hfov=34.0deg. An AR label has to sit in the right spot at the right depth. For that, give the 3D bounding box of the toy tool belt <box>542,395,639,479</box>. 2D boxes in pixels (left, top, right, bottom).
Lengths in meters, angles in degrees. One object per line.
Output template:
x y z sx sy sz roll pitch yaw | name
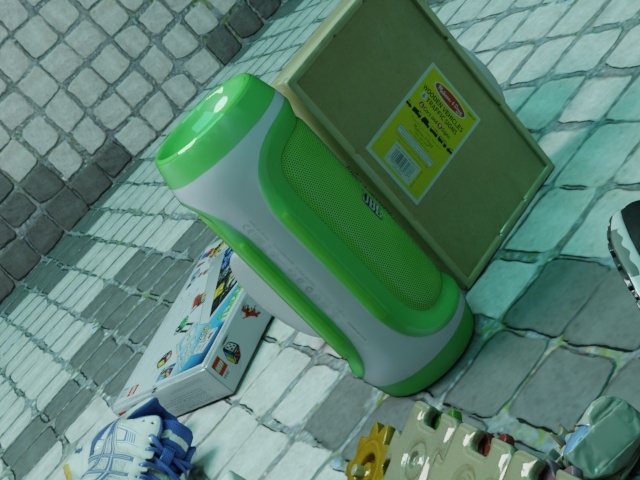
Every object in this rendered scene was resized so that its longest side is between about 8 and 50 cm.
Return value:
0.171 0.138 0.674 0.083 0.052 0.051 -44 -12 -10 | toy tool belt

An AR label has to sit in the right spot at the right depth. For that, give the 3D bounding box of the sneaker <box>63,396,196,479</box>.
-0.185 0.237 1.058 0.131 0.112 0.296 -45 21 -5 | sneaker

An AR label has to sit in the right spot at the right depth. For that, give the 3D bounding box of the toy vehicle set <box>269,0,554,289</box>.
0.092 -0.103 0.972 0.166 0.267 0.035 -51 22 -22 | toy vehicle set

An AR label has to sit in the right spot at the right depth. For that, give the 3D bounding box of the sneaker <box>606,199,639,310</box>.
0.265 0.052 0.597 0.124 0.107 0.283 -34 31 15 | sneaker

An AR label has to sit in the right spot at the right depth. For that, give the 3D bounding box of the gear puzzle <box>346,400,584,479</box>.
0.076 0.203 0.705 0.175 0.044 0.339 -68 16 -4 | gear puzzle

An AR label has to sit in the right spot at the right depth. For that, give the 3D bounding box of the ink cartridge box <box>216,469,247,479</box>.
-0.076 0.292 0.762 0.158 0.092 0.218 -46 18 3 | ink cartridge box

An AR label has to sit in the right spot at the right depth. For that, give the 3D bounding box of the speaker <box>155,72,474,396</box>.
0.000 0.000 0.897 0.131 0.296 0.131 -38 21 17 | speaker

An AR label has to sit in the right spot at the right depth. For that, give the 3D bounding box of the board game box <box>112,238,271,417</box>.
-0.129 0.090 1.325 0.193 0.053 0.305 -27 26 41 | board game box

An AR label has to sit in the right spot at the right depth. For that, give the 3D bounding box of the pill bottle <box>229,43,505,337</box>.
0.048 -0.059 1.102 0.318 0.176 0.176 -53 22 -23 | pill bottle
